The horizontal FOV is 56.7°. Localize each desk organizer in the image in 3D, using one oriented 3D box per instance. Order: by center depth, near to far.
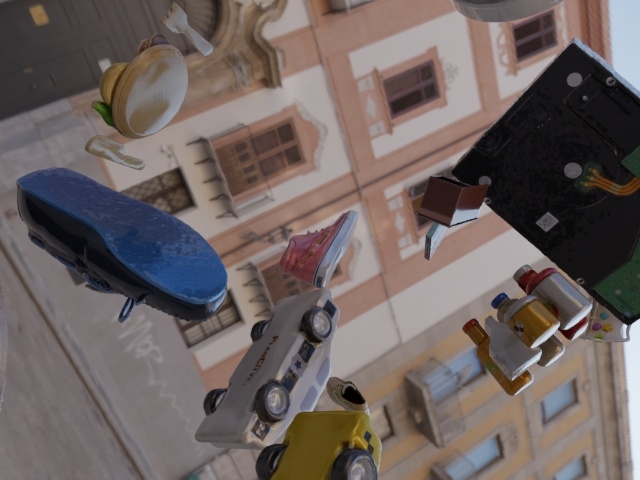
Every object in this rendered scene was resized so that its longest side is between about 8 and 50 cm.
[{"bbox_3d":[0.170,-0.052,0.748,0.047,0.130,0.050,24,-73,25],"label":"desk organizer"}]

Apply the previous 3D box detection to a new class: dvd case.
[{"bbox_3d":[0.202,-0.021,1.002,0.013,0.087,0.119,29,-12,16],"label":"dvd case"}]

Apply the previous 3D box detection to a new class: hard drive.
[{"bbox_3d":[0.382,-0.070,0.801,0.339,0.064,0.237,41,-55,2],"label":"hard drive"}]

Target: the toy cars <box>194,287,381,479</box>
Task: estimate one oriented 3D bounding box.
[{"bbox_3d":[-0.023,0.181,0.511,0.087,0.176,0.394,50,8,-21],"label":"toy cars"}]

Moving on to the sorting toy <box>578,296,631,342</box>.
[{"bbox_3d":[0.494,0.146,1.018,0.075,0.083,0.045,6,-34,36],"label":"sorting toy"}]

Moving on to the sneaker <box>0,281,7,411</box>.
[{"bbox_3d":[-0.432,0.074,0.674,0.108,0.120,0.302,-57,-131,42],"label":"sneaker"}]

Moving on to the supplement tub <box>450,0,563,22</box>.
[{"bbox_3d":[0.166,-0.417,0.596,0.331,0.241,0.241,42,2,-46],"label":"supplement tub"}]

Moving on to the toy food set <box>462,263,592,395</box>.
[{"bbox_3d":[0.223,0.086,0.670,0.105,0.111,0.232,52,-4,29],"label":"toy food set"}]

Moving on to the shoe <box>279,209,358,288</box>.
[{"bbox_3d":[0.000,0.000,0.961,0.081,0.178,0.064,19,-45,12],"label":"shoe"}]

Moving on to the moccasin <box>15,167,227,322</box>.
[{"bbox_3d":[-0.260,0.015,0.787,0.341,0.137,0.117,31,-56,24],"label":"moccasin"}]

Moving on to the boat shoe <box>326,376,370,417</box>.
[{"bbox_3d":[0.053,0.289,1.113,0.135,0.050,0.045,33,-51,55],"label":"boat shoe"}]

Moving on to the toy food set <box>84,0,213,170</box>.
[{"bbox_3d":[-0.211,-0.183,0.713,0.038,0.192,0.132,32,1,15],"label":"toy food set"}]
